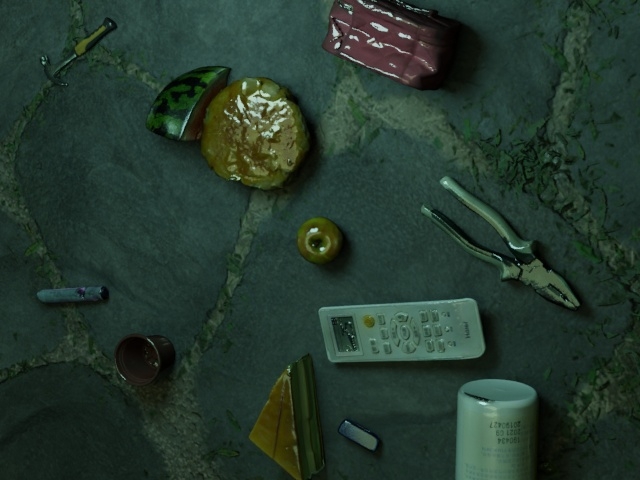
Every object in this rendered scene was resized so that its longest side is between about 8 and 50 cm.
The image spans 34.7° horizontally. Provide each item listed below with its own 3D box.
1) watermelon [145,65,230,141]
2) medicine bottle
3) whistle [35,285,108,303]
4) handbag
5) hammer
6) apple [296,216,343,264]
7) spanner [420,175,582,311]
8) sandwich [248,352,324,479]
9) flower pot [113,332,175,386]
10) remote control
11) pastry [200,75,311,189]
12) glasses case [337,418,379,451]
[{"bbox_3d":[-0.251,-0.271,1.952,0.193,0.137,0.145,45,124,59],"label":"watermelon"},{"bbox_3d":[0.305,0.381,1.780,0.144,0.143,0.257,6,100,24],"label":"medicine bottle"},{"bbox_3d":[-0.529,0.116,2.180,0.177,0.033,0.033,-5,96,25],"label":"whistle"},{"bbox_3d":[0.122,-0.351,1.746,0.225,0.146,0.135,28,114,18],"label":"handbag"},{"bbox_3d":[-0.490,-0.387,2.087,0.201,0.021,0.078,-30,86,26],"label":"hammer"},{"bbox_3d":[0.000,0.000,1.896,0.090,0.074,0.089,4,100,22],"label":"apple"},{"bbox_3d":[0.316,0.016,1.773,0.325,0.040,0.095,39,111,16],"label":"spanner"},{"bbox_3d":[-0.028,0.335,1.941,0.144,0.117,0.187,32,108,14],"label":"sandwich"},{"bbox_3d":[-0.350,0.234,2.085,0.111,0.089,0.111,4,100,23],"label":"flower pot"},{"bbox_3d":[0.149,0.161,1.870,0.313,0.055,0.109,-5,103,30],"label":"remote control"},{"bbox_3d":[-0.125,-0.192,1.909,0.229,0.100,0.218,-21,93,21],"label":"pastry"},{"bbox_3d":[0.075,0.370,1.949,0.083,0.023,0.033,27,100,17],"label":"glasses case"}]
